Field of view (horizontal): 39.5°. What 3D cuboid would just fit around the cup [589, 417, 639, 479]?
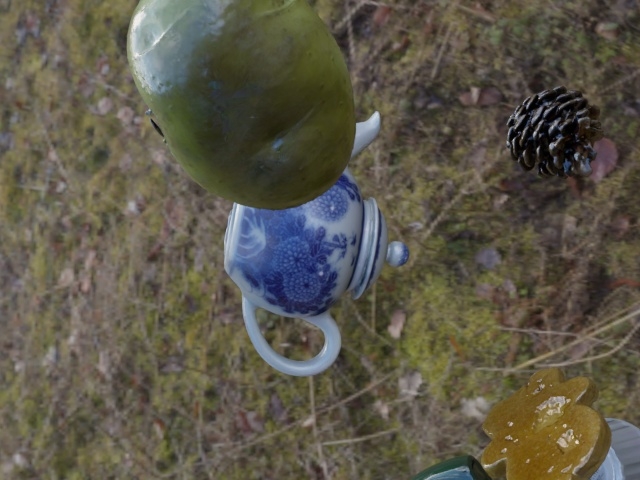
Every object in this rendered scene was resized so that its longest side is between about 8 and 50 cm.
[{"bbox_3d":[0.463,0.384,1.568,0.221,0.202,0.166,36,103,32],"label":"cup"}]

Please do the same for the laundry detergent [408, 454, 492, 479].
[{"bbox_3d":[0.159,0.404,1.285,0.211,0.063,0.137,-35,96,21],"label":"laundry detergent"}]

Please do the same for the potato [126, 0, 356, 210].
[{"bbox_3d":[-0.061,-0.124,0.741,0.169,0.248,0.143,-25,46,11],"label":"potato"}]

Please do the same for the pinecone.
[{"bbox_3d":[0.470,-0.213,1.760,0.205,0.179,0.184,14,92,64],"label":"pinecone"}]

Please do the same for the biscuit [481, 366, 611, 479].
[{"bbox_3d":[0.290,0.252,1.141,0.184,0.035,0.249,-42,14,5],"label":"biscuit"}]

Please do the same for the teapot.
[{"bbox_3d":[0.000,0.000,1.360,0.252,0.280,0.423,-152,73,-81],"label":"teapot"}]
